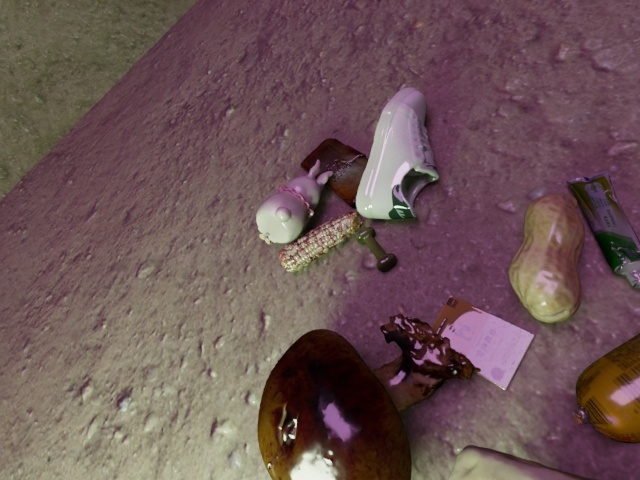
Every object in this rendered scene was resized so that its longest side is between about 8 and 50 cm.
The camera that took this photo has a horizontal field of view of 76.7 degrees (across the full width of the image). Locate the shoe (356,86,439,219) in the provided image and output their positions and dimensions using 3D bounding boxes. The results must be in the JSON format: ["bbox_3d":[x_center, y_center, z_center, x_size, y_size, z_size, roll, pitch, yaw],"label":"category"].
[{"bbox_3d":[0.219,-0.215,0.985,0.160,0.132,0.362,14,78,36],"label":"shoe"}]

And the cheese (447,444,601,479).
[{"bbox_3d":[0.327,0.355,0.502,0.318,0.326,0.115,17,71,-2],"label":"cheese"}]

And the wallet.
[{"bbox_3d":[0.056,-0.204,1.133,0.137,0.031,0.255,-49,51,3],"label":"wallet"}]

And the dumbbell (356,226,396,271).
[{"bbox_3d":[0.132,0.020,0.963,0.052,0.046,0.118,-36,53,2],"label":"dumbbell"}]

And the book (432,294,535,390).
[{"bbox_3d":[0.306,0.194,0.793,0.172,0.012,0.118,26,80,37],"label":"book"}]

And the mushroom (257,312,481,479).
[{"bbox_3d":[0.053,0.313,0.768,0.331,0.356,0.333,29,124,30],"label":"mushroom"}]

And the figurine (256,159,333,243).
[{"bbox_3d":[-0.064,-0.102,1.086,0.127,0.155,0.235,33,55,8],"label":"figurine"}]

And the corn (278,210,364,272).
[{"bbox_3d":[0.000,0.000,1.031,0.237,0.079,0.079,-32,54,13],"label":"corn"}]

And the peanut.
[{"bbox_3d":[0.419,0.025,0.752,0.124,0.123,0.256,1,64,31],"label":"peanut"}]

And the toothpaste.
[{"bbox_3d":[0.540,-0.027,0.753,0.078,0.047,0.247,-15,57,18],"label":"toothpaste"}]

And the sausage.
[{"bbox_3d":[0.533,0.181,0.596,0.347,0.123,0.123,-37,53,9],"label":"sausage"}]
